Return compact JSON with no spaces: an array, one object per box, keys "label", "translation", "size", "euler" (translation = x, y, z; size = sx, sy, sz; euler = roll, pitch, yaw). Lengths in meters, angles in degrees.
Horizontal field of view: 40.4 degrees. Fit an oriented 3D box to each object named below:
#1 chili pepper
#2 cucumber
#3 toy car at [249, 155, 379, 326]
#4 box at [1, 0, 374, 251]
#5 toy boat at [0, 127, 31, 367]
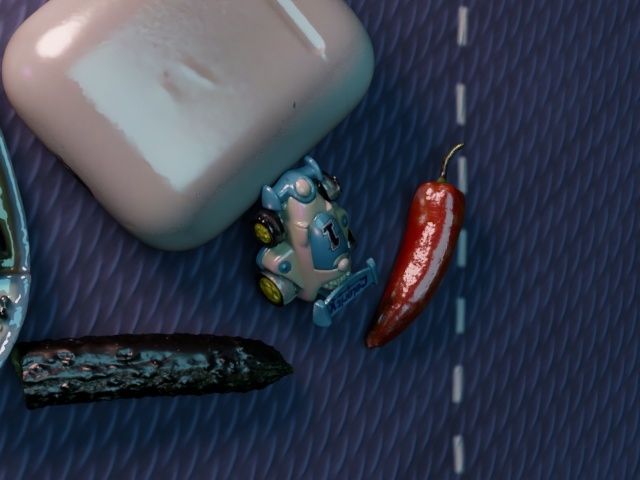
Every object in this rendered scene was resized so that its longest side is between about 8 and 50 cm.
[{"label":"chili pepper","translation":[0.123,0.009,1.035],"size":[0.063,0.071,0.272],"euler":[31,77,-56]},{"label":"cucumber","translation":[-0.168,0.131,0.912],"size":[0.300,0.072,0.072],"euler":[-1,85,-22]},{"label":"toy car","translation":[0.000,0.000,0.938],"size":[0.126,0.098,0.161],"euler":[-38,141,-31]},{"label":"box","translation":[-0.128,-0.181,0.916],"size":[0.349,0.141,0.289],"euler":[-45,100,-18]},{"label":"toy boat","translation":[-0.356,-0.027,0.820],"size":[0.145,0.133,0.332],"euler":[-13,90,-22]}]
